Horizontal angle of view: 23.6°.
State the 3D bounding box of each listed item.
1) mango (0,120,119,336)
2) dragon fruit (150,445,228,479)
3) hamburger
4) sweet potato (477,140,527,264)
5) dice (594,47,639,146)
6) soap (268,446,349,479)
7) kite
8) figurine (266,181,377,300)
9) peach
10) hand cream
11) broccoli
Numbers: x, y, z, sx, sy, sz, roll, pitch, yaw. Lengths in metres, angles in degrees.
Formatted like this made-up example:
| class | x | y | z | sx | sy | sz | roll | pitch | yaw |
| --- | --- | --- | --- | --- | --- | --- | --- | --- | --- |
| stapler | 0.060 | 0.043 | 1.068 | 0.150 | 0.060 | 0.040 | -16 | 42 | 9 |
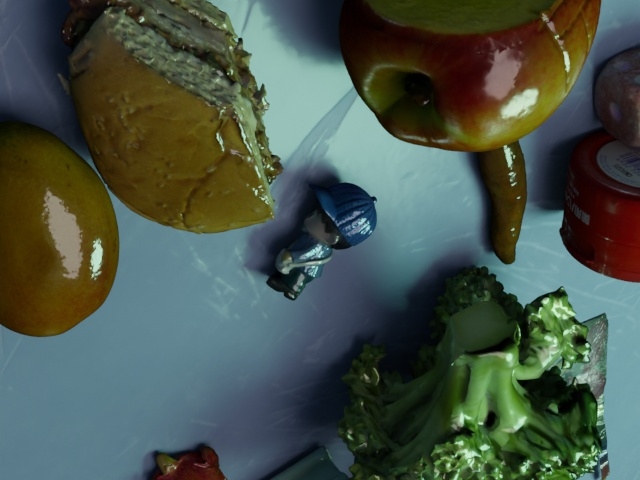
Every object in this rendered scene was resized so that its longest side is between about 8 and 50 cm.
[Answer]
| class | x | y | z | sx | sy | sz | roll | pitch | yaw |
| --- | --- | --- | --- | --- | --- | --- | --- | --- | --- |
| mango | -0.269 | -0.010 | 1.466 | 0.152 | 0.120 | 0.221 | 3 | 119 | -5 |
| dragon fruit | -0.151 | 0.310 | 1.832 | 0.112 | 0.068 | 0.126 | -12 | 127 | -33 |
| hamburger | -0.142 | -0.128 | 1.466 | 0.282 | 0.155 | 0.245 | 18 | 129 | -24 |
| sweet potato | 0.223 | -0.070 | 1.849 | 0.057 | 0.057 | 0.264 | -31 | 136 | -15 |
| dice | 0.397 | -0.175 | 1.875 | 0.091 | 0.093 | 0.094 | -26 | 134 | -20 |
| soap | -0.066 | 0.386 | 1.938 | 0.261 | 0.094 | 0.150 | -31 | 139 | -17 |
| kite | 0.355 | 0.265 | 2.211 | 0.204 | 0.022 | 0.360 | -31 | 133 | -14 |
| figurine | 0.000 | 0.000 | 1.719 | 0.149 | 0.087 | 0.086 | -57 | 172 | 12 |
| peach | 0.159 | -0.224 | 1.578 | 0.274 | 0.249 | 0.245 | -45 | 172 | -19 |
| hand cream | 0.397 | -0.048 | 1.898 | 0.193 | 0.193 | 0.125 | -17 | 127 | -27 |
| broccoli | 0.179 | 0.203 | 1.858 | 0.338 | 0.277 | 0.317 | 2 | 124 | -41 |
